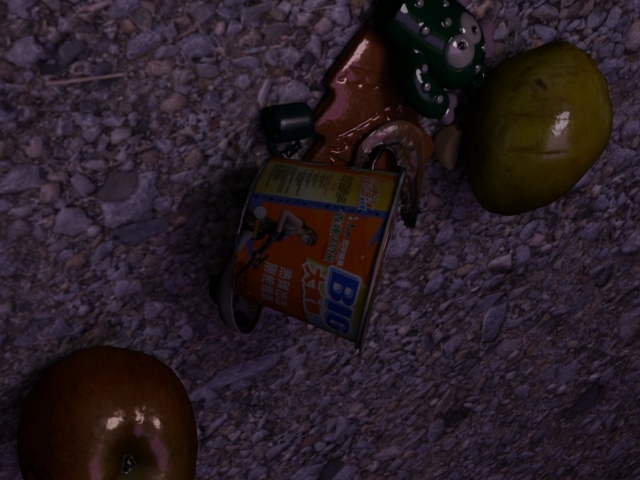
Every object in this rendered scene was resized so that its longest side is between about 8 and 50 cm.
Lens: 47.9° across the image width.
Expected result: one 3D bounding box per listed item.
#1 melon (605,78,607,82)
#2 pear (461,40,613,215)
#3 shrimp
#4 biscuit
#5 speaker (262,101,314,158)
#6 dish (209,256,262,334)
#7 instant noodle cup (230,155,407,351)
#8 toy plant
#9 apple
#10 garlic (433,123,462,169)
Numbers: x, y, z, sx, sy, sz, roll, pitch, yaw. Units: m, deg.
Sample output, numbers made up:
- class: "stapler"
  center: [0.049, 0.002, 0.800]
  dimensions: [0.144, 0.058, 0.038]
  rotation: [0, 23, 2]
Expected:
- class: "melon"
  center: [0.529, -0.221, 1.502]
  dimensions: [0.114, 0.053, 0.261]
  rotation: [19, 104, -46]
- class: "pear"
  center: [0.382, -0.196, 1.290]
  dimensions: [0.269, 0.269, 0.321]
  rotation: [5, 124, -34]
- class: "shrimp"
  center: [0.123, -0.100, 1.254]
  dimensions: [0.152, 0.046, 0.219]
  rotation: [-26, 127, -22]
- class: "biscuit"
  center: [0.082, -0.206, 1.225]
  dimensions: [0.284, 0.043, 0.306]
  rotation: [-18, 123, -24]
- class: "speaker"
  center: [-0.056, -0.178, 1.155]
  dimensions: [0.076, 0.060, 0.094]
  rotation: [-12, 156, -28]
- class: "dish"
  center: [-0.155, 0.086, 1.215]
  dimensions: [0.141, 0.078, 0.141]
  rotation: [3, 90, -73]
- class: "instant noodle cup"
  center: [-0.004, 0.006, 1.113]
  dimensions: [0.214, 0.296, 0.296]
  rotation: [14, 112, 5]
- class: "toy plant"
  center: [0.197, -0.329, 1.183]
  dimensions: [0.232, 0.113, 0.243]
  rotation: [-46, 118, -22]
- class: "apple"
  center: [-0.321, 0.329, 1.126]
  dimensions: [0.278, 0.250, 0.309]
  rotation: [-30, 125, -15]
- class: "garlic"
  center: [0.235, -0.178, 1.331]
  dimensions: [0.041, 0.053, 0.083]
  rotation: [-12, 129, -29]
